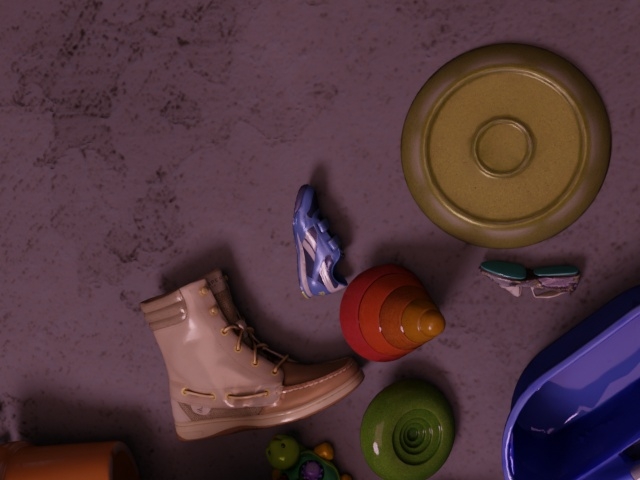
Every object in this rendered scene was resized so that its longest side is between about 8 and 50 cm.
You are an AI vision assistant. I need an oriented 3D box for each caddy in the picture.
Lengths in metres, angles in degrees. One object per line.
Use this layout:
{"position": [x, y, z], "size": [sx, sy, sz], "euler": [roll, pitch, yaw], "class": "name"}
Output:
{"position": [0.353, 0.191, 0.718], "size": [0.341, 0.179, 0.241], "euler": [-42, 87, 15], "class": "caddy"}

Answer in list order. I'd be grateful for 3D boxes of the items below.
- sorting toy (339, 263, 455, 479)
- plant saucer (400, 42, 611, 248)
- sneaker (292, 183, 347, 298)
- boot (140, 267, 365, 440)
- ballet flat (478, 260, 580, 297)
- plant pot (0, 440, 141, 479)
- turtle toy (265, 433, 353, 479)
{"position": [0.122, 0.209, 0.783], "size": [0.127, 0.126, 0.365], "euler": [-12, 94, -21], "class": "sorting toy"}
{"position": [0.210, -0.107, 0.791], "size": [0.241, 0.037, 0.241], "euler": [2, 98, 13], "class": "plant saucer"}
{"position": [0.000, 0.000, 0.849], "size": [0.059, 0.053, 0.144], "euler": [-4, 104, 15], "class": "sneaker"}
{"position": [-0.092, 0.129, 0.868], "size": [0.262, 0.095, 0.203], "euler": [-17, 91, 18], "class": "boot"}
{"position": [0.243, 0.048, 0.802], "size": [0.114, 0.041, 0.041], "euler": [3, 97, 14], "class": "ballet flat"}
{"position": [-0.346, 0.356, 0.914], "size": [0.188, 0.205, 0.205], "euler": [-16, 93, 0], "class": "plant pot"}
{"position": [-0.023, 0.305, 0.883], "size": [0.095, 0.066, 0.130], "euler": [-33, 88, 15], "class": "turtle toy"}
